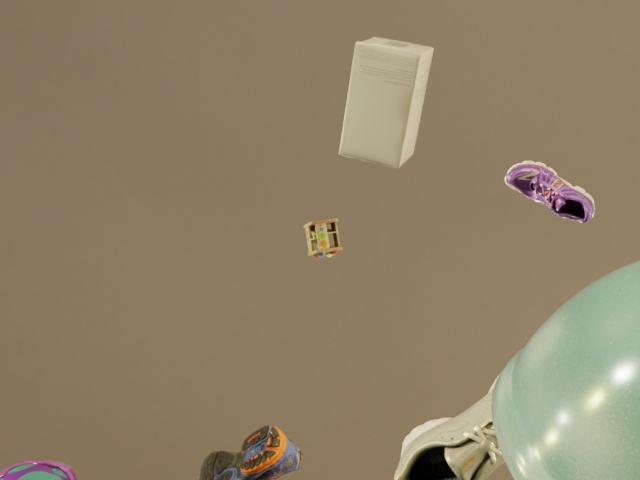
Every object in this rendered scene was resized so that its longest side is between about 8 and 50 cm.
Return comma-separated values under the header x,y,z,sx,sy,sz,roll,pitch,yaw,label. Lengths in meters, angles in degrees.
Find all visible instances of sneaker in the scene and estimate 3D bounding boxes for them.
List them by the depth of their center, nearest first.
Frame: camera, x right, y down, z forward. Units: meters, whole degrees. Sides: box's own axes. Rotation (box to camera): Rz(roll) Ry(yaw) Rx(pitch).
x,y,z,sx,sy,sz,roll,pitch,yaw,label
0.194,0.222,0.855,0.262,0.121,0.099,-40,-97,19,sneaker
-0.117,0.374,1.212,0.221,0.083,0.087,-32,-54,32,sneaker
0.412,-0.086,1.354,0.170,0.071,0.068,26,-62,6,sneaker

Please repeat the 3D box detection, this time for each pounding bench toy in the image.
x,y,z,sx,sy,sz,roll,pitch,yaw,label
0.000,0.000,1.400,0.052,0.065,0.083,-7,-5,-18,pounding bench toy

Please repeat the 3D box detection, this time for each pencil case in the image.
x,y,z,sx,sy,sz,roll,pitch,yaw,label
-0.222,0.238,0.593,0.064,0.070,0.151,28,-50,20,pencil case

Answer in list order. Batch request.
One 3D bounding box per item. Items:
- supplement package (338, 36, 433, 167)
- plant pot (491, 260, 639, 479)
x,y,z,sx,sy,sz,roll,pitch,yaw,label
0.103,-0.219,1.197,0.105,0.105,0.179,14,-68,14,supplement package
0.309,0.117,0.590,0.293,0.293,0.196,17,-58,-6,plant pot
